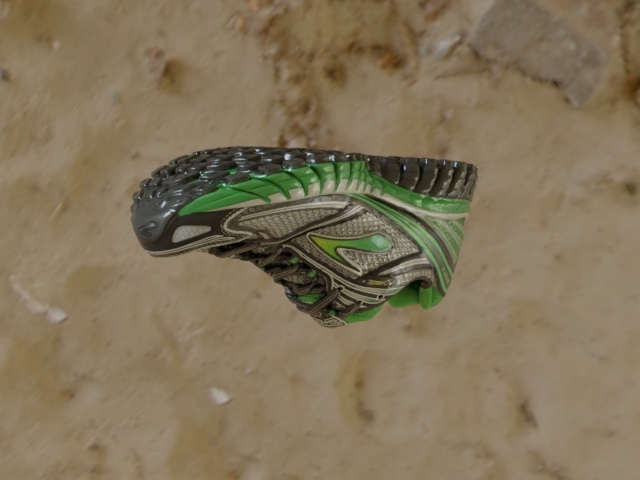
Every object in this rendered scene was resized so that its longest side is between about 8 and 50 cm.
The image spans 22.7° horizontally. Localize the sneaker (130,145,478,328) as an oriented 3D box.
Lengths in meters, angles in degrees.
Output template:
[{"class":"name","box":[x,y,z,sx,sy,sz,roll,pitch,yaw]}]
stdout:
[{"class":"sneaker","box":[0.000,0.000,1.262,0.343,0.134,0.146,2,92,-43]}]
